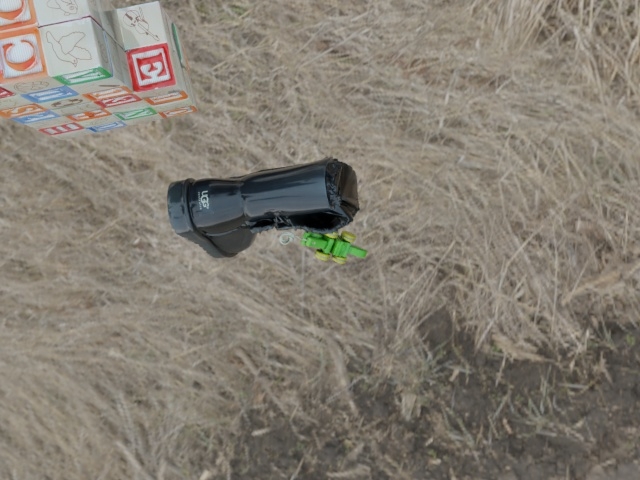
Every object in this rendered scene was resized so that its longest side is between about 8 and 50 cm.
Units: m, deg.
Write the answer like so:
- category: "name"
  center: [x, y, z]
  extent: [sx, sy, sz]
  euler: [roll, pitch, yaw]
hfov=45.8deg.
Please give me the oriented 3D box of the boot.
- category: "boot"
  center: [-0.052, -0.037, 0.946]
  extent: [0.207, 0.246, 0.094]
  euler: [-5, 82, 10]

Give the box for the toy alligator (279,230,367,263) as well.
- category: "toy alligator"
  center: [0.000, 0.000, 1.372]
  extent: [0.189, 0.051, 0.056]
  euler: [12, 107, -32]

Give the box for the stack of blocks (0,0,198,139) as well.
- category: "stack of blocks"
  center: [-0.233, -0.177, 0.762]
  extent: [0.171, 0.297, 0.087]
  euler: [-12, 91, -1]
